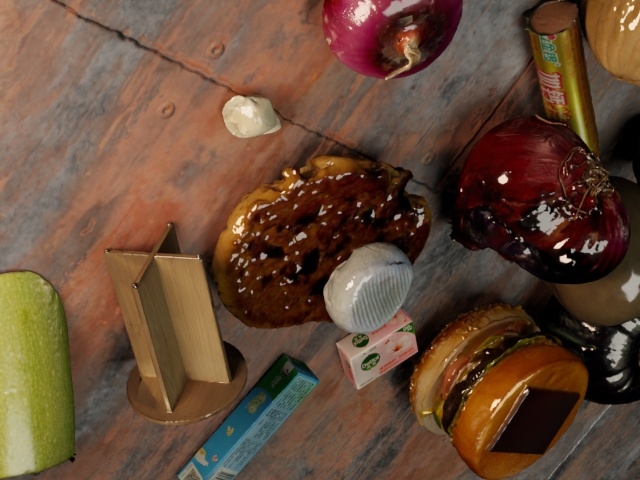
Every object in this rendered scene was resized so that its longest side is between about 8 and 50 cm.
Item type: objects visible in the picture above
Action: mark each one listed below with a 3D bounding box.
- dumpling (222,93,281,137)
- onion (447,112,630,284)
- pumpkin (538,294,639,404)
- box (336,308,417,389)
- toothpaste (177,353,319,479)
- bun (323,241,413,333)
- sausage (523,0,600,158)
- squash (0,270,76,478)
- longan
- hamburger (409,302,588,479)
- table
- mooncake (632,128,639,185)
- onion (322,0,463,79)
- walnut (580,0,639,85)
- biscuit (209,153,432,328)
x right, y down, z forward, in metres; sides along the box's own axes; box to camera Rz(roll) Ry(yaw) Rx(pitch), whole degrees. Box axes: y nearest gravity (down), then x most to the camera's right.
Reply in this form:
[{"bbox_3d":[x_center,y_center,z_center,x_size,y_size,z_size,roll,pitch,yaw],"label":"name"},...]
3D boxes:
[{"bbox_3d":[-0.088,-0.156,1.515,0.076,0.057,0.052,-16,100,-62],"label":"dumpling"},{"bbox_3d":[0.330,-0.050,1.784,0.221,0.281,0.281,-51,158,-49],"label":"onion"},{"bbox_3d":[0.543,0.165,2.145,0.296,0.296,0.296,-23,137,-23],"label":"pumpkin"},{"bbox_3d":[0.093,0.173,1.961,0.125,0.043,0.089,-32,140,-13],"label":"box"},{"bbox_3d":[-0.114,0.297,1.897,0.266,0.050,0.065,-49,140,9],"label":"toothpaste"},{"bbox_3d":[0.062,0.059,1.676,0.141,0.083,0.141,-27,141,-25],"label":"bun"},{"bbox_3d":[0.370,-0.209,1.820,0.082,0.082,0.371,-36,141,-7],"label":"sausage"},{"bbox_3d":[-0.412,0.168,1.553,0.189,0.189,0.260,-10,96,-33],"label":"squash"},{"bbox_3d":[0.453,0.018,1.943,0.215,0.246,0.246,18,115,-20],"label":"longan"},{"bbox_3d":[0.291,0.247,2.049,0.291,0.225,0.291,-24,137,-24],"label":"hamburger"},{"bbox_3d":[-0.196,0.104,1.585,0.167,0.167,0.226,-25,129,-20],"label":"table"},{"bbox_3d":[0.631,-0.123,1.995,0.245,0.245,0.133,-21,139,-24],"label":"mooncake"},{"bbox_3d":[0.090,-0.277,1.464,0.177,0.153,0.177,-26,131,-34],"label":"onion"},{"bbox_3d":[0.483,-0.338,1.687,0.225,0.225,0.261,10,114,-44],"label":"walnut"},{"bbox_3d":[0.001,-0.004,1.696,0.334,0.081,0.289,2,125,-36],"label":"biscuit"}]
